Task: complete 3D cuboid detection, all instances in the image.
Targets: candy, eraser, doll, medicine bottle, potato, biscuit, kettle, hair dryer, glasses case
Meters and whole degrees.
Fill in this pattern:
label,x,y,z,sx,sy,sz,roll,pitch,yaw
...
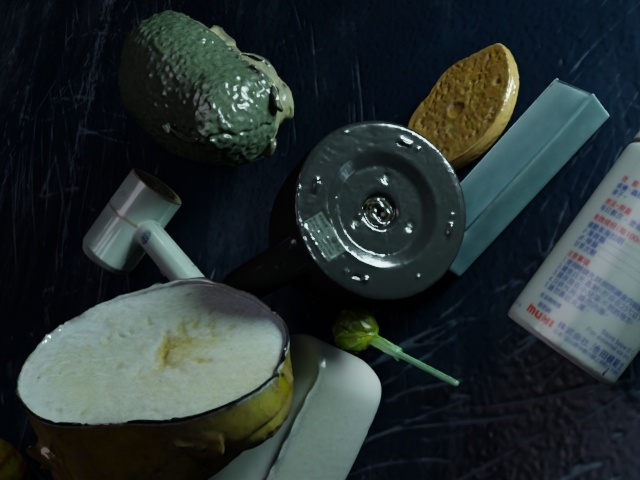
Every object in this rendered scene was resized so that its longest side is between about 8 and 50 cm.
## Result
label,x,y,z,sx,sy,sz,roll,pitch,yaw
candy,0.093,0.140,1.022,0.194,0.058,0.062,26,113,37
eraser,-0.096,0.292,1.031,0.331,0.150,0.331,-21,53,30
doll,-0.187,-0.245,1.344,0.247,0.247,0.349,-54,42,5
medicine bottle,0.342,-0.024,0.828,0.341,0.130,0.130,-56,45,4
potato,-0.165,0.187,0.926,0.299,0.196,0.246,-7,37,8
biscuit,0.193,-0.172,1.107,0.221,0.029,0.142,-55,43,3
kettle,0.000,0.000,1.017,0.268,0.207,0.290,-27,1,-22
hair dryer,-0.265,0.037,1.358,0.173,0.107,0.357,-54,51,8
glasses case,0.238,-0.076,1.013,0.266,0.056,0.105,-48,21,10

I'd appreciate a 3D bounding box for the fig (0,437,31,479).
label,x,y,z,sx,sy,sz,roll,pitch,yaw
fig,-0.623,0.405,1.424,0.217,0.217,0.321,-58,21,0
